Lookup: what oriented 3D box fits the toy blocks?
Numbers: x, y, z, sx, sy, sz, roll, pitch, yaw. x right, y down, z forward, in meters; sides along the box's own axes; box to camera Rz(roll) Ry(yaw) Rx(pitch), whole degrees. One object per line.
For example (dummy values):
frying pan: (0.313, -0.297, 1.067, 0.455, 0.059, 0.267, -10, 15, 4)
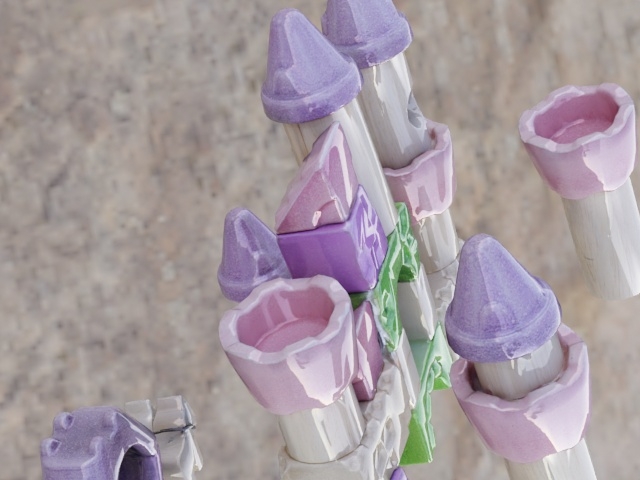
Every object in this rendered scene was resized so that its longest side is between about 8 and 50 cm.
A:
toy blocks: (0.000, 0.000, 0.955, 0.289, 0.309, 0.260, -69, 145, -51)
